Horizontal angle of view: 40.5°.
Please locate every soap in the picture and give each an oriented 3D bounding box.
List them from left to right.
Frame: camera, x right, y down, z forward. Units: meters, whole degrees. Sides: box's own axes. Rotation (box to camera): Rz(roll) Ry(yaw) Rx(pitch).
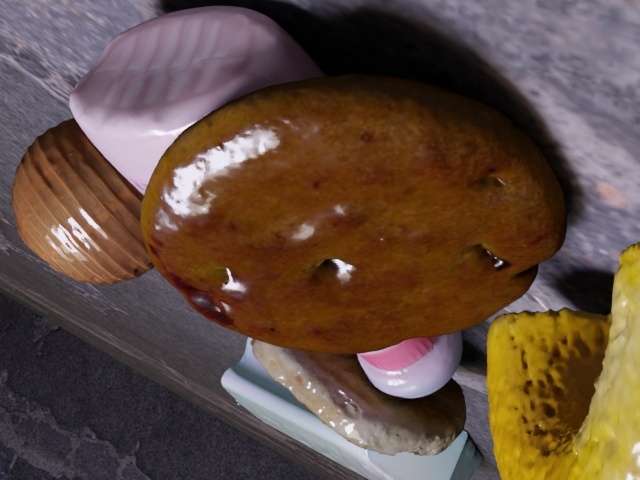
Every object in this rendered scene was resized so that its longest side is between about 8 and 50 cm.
[{"bbox_3d":[0.036,0.222,1.066,0.290,0.095,0.173,21,160,32],"label":"soap"}]

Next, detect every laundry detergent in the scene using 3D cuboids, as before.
[{"bbox_3d":[0.000,0.000,0.546,0.159,0.087,0.335,4,150,36],"label":"laundry detergent"}]

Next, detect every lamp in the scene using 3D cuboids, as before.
[{"bbox_3d":[-0.169,-0.032,0.673,0.136,0.136,0.136,29,162,10],"label":"lamp"}]

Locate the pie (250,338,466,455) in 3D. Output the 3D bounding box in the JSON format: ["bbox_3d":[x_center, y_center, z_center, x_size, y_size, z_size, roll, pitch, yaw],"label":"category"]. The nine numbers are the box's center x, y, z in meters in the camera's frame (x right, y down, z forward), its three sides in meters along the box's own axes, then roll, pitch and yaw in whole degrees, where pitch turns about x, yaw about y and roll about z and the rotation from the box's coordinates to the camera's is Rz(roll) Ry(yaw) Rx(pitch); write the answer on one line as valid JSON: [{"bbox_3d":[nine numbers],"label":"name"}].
[{"bbox_3d":[0.037,0.108,0.728,0.195,0.046,0.195,25,-162,-9],"label":"pie"}]

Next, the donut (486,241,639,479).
[{"bbox_3d":[0.151,0.092,0.398,0.101,0.152,0.259,7,162,-7],"label":"donut"}]

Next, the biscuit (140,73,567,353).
[{"bbox_3d":[0.017,-0.001,0.433,0.212,0.036,0.212,-2,144,-1],"label":"biscuit"}]
